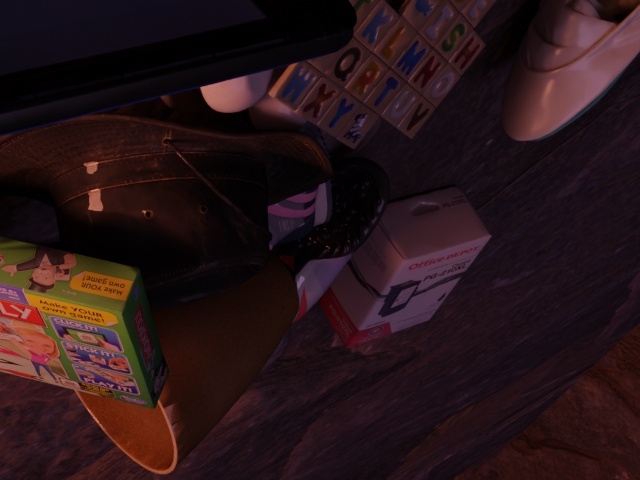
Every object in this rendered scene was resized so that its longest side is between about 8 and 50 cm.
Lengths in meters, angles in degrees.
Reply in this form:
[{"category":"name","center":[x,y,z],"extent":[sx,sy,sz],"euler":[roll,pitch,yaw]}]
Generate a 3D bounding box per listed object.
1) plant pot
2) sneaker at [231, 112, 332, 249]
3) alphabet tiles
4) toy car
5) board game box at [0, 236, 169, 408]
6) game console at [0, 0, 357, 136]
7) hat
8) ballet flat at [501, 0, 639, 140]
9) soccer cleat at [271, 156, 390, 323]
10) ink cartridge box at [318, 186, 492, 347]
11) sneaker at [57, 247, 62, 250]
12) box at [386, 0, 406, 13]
[{"category":"plant pot","center":[-0.156,0.112,1.222],"extent":[0.254,0.237,0.237],"euler":[-34,160,-33]},{"category":"sneaker","center":[-0.065,-0.072,1.082],"extent":[0.131,0.112,0.319],"euler":[-30,154,-10]},{"category":"alphabet tiles","center":[0.072,-0.170,0.892],"extent":[0.198,0.009,0.237],"euler":[-52,152,8]},{"category":"toy car","center":[-0.086,-0.175,0.866],"extent":[0.182,0.159,0.136],"euler":[21,88,-61]},{"category":"board game box","center":[-0.303,0.057,0.893],"extent":[0.317,0.046,0.213],"euler":[12,151,6]},{"category":"game console","center":[-0.140,-0.213,0.543],"extent":[0.293,0.250,0.173],"euler":[-20,147,-31]},{"category":"hat","center":[-0.148,-0.007,0.921],"extent":[0.331,0.133,0.331],"euler":[-3,169,-1]},{"category":"ballet flat","center":[0.339,-0.289,1.159],"extent":[0.400,0.139,0.139],"euler":[-43,153,13]},{"category":"soccer cleat","center":[0.000,0.000,1.324],"extent":[0.116,0.108,0.318],"euler":[-33,163,-53]},{"category":"ink cartridge box","center":[0.123,0.042,1.515],"extent":[0.172,0.100,0.237],"euler":[-15,150,-32]},{"category":"sneaker","center":[-0.303,0.035,1.075],"extent":[0.170,0.051,0.089],"euler":[-36,146,-11]},{"category":"box","center":[0.089,-0.296,0.862],"extent":[0.261,0.103,0.184],"euler":[-24,157,-16]}]
